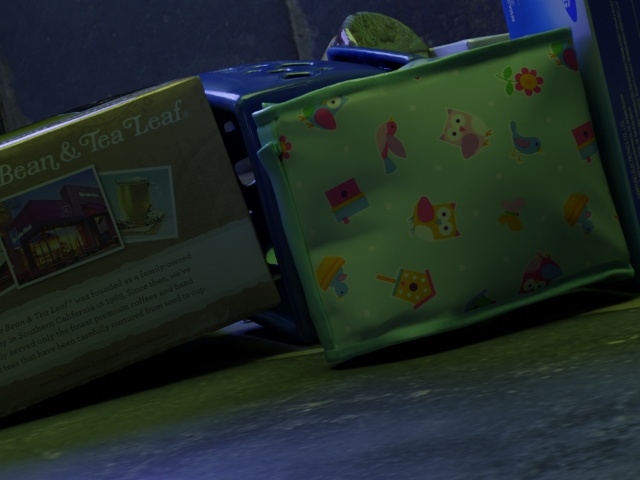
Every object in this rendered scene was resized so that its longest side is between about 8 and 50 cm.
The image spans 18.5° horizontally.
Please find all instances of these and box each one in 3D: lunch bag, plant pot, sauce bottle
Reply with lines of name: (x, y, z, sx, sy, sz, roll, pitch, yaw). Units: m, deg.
lunch bag: (0.091, -0.034, 1.584, 0.262, 0.223, 0.160, -16, 0, -15)
plant pot: (0.009, -0.060, 1.805, 0.212, 0.236, 0.236, -20, 14, -18)
sauce bottle: (0.004, -0.094, 2.146, 0.111, 0.111, 0.344, -17, -31, -44)

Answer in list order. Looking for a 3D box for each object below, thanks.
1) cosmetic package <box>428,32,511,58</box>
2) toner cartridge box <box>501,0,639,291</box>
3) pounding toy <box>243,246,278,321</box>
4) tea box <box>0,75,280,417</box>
cosmetic package: (0.184, -0.107, 2.133, 0.138, 0.224, 0.224, -12, 5, -24)
toner cartridge box: (0.232, -0.134, 1.639, 0.075, 0.347, 0.165, -15, 5, -17)
pounding toy: (0.000, 0.000, 2.049, 0.183, 0.110, 0.237, -12, 5, 6)
tea box: (-0.258, 0.011, 1.769, 0.329, 0.220, 0.323, -22, 7, -15)
